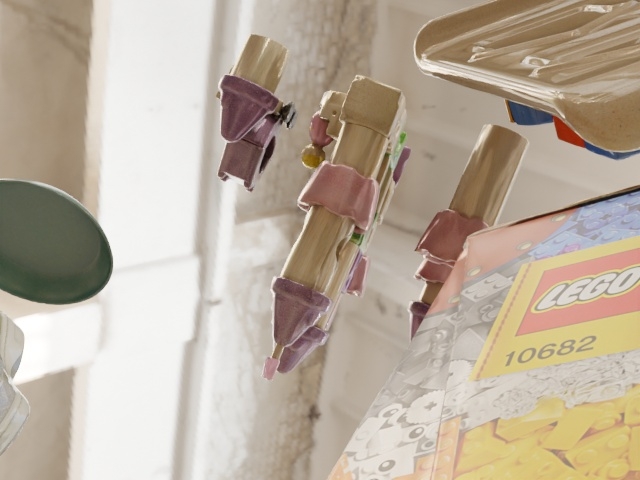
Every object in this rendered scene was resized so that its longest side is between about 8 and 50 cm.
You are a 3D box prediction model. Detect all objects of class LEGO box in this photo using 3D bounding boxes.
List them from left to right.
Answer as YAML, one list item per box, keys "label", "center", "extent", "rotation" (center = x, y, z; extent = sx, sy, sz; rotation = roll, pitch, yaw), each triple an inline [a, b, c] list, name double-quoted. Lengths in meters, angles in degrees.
- label: "LEGO box"
  center: [0.183, 0.272, 0.424]
  extent: [0.193, 0.372, 0.500]
  rotation: [-16, -69, 33]

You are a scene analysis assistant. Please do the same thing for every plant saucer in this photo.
- label: "plant saucer"
  center: [-0.202, -0.003, 0.763]
  extent: [0.119, 0.021, 0.119]
  rotation: [7, -47, 7]

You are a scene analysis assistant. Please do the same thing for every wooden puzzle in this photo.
- label: "wooden puzzle"
  center: [0.265, -0.145, 0.775]
  extent: [0.348, 0.322, 0.081]
  rotation: [-124, -165, -68]

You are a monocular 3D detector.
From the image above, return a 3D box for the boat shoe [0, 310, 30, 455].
- label: "boat shoe"
  center: [-0.327, 0.122, 0.937]
  extent: [0.103, 0.118, 0.320]
  rotation: [54, 3, -22]

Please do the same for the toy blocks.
- label: "toy blocks"
  center: [0.000, 0.000, 0.991]
  extent: [0.308, 0.288, 0.260]
  rotation: [23, -95, 8]
